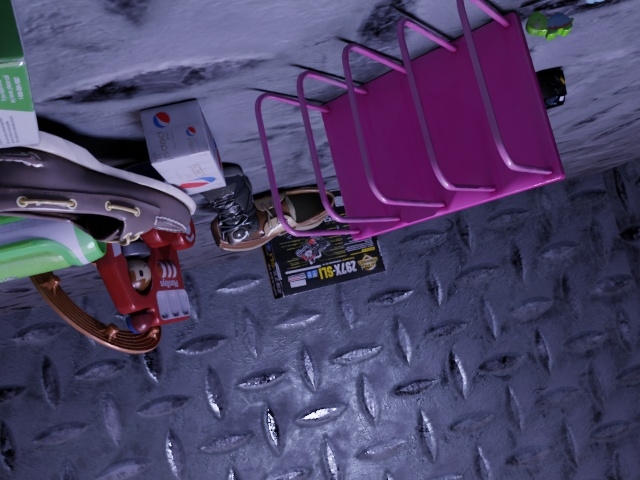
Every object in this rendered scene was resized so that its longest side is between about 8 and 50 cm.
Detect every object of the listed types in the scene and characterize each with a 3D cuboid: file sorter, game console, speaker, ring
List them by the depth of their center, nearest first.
[{"bbox_3d":[0.092,-0.128,0.674,0.291,0.202,0.182,-18,173,36],"label":"file sorter"},{"bbox_3d":[-0.513,0.007,0.923,0.297,0.131,0.131,-13,175,-10],"label":"speaker"},{"bbox_3d":[0.354,-0.239,1.115,0.213,0.044,0.361,-14,175,18],"label":"game console"},{"bbox_3d":[-0.457,0.099,1.186,0.032,0.336,0.336,-44,171,7],"label":"ring"}]

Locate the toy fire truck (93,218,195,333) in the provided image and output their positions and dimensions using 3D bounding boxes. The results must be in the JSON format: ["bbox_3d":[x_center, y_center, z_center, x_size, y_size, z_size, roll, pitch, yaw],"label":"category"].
[{"bbox_3d":[-0.361,0.058,1.182,0.169,0.253,0.302,-15,175,8],"label":"toy fire truck"}]

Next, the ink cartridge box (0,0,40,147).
[{"bbox_3d":[-0.306,-0.112,0.368,0.208,0.086,0.153,-13,175,-25],"label":"ink cartridge box"}]

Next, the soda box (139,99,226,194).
[{"bbox_3d":[-0.180,-0.118,0.780,0.074,0.069,0.216,-14,176,-5],"label":"soda box"}]

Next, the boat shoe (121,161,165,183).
[{"bbox_3d":[-0.330,-0.072,0.888,0.183,0.066,0.066,-13,176,-11],"label":"boat shoe"}]

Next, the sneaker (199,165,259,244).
[{"bbox_3d":[-0.168,-0.065,1.080,0.087,0.130,0.227,-16,173,2],"label":"sneaker"}]

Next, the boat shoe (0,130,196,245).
[{"bbox_3d":[-0.282,-0.046,0.739,0.117,0.096,0.324,-2,168,24],"label":"boat shoe"}]

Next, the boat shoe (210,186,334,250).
[{"bbox_3d":[-0.106,-0.068,1.379,0.324,0.122,0.120,-21,174,-33],"label":"boat shoe"}]

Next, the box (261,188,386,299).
[{"bbox_3d":[0.000,0.000,1.554,0.322,0.257,0.079,-13,176,-26],"label":"box"}]

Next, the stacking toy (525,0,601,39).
[{"bbox_3d":[0.317,-0.275,0.559,0.221,0.052,0.167,-13,174,13],"label":"stacking toy"}]
